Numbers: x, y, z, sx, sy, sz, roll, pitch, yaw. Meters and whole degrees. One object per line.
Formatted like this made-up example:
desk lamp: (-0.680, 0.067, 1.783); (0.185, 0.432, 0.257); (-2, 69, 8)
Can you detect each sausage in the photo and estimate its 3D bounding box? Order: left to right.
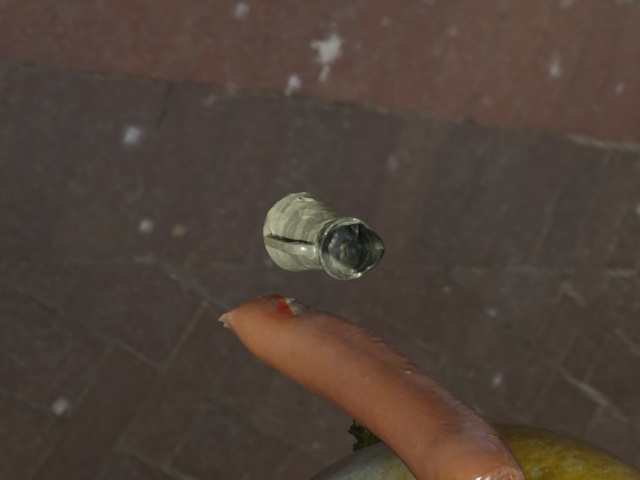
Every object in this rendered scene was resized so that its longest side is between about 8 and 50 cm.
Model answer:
sausage: (0.022, 0.067, 0.711); (0.047, 0.177, 0.040); (-31, 129, -21)

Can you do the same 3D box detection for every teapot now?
teapot: (0.000, 0.000, 1.134); (0.067, 0.083, 0.057); (-8, 103, -31)

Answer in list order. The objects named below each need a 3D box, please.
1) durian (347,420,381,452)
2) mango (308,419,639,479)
durian: (0.110, 0.286, 1.304); (0.163, 0.394, 0.198); (-7, 138, -26)
mango: (0.089, 0.234, 1.162); (0.221, 0.384, 0.199); (-29, 98, -51)
